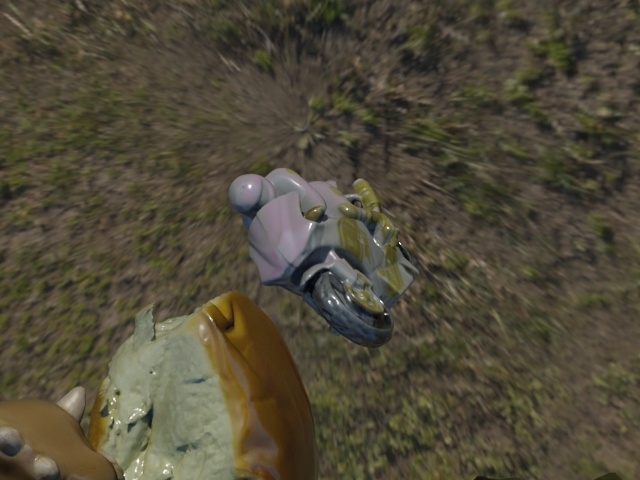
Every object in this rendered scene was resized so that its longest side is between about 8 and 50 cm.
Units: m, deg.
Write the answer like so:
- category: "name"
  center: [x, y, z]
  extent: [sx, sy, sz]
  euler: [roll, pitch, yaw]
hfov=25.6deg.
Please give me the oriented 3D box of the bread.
- category: "bread"
  center: [-0.119, 0.198, 1.411]
  extent: [0.224, 0.250, 0.279]
  euler: [-14, 79, 9]

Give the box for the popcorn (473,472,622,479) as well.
- category: "popcorn"
  center: [0.106, 0.181, 0.538]
  extent: [0.266, 0.233, 0.192]
  euler: [-23, 100, -10]

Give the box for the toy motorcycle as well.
- category: "toy motorcycle"
  center: [0.000, 0.000, 1.029]
  extent: [0.152, 0.225, 0.073]
  euler: [39, 107, -3]

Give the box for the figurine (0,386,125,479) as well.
- category: "figurine"
  center: [-0.273, 0.210, 1.103]
  extent: [0.247, 0.177, 0.173]
  euler: [-24, 64, -20]
